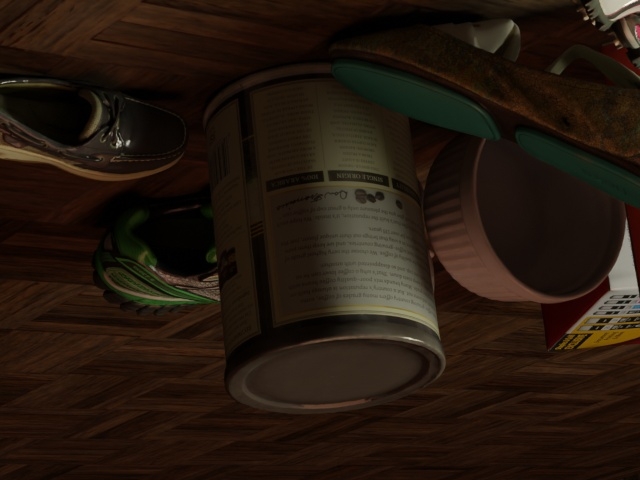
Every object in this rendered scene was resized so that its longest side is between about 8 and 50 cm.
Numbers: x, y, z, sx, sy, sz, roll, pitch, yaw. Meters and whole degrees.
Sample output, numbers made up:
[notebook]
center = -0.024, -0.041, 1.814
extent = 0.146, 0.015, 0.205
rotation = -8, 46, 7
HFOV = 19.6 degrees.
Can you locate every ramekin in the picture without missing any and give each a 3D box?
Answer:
[ramekin]
center = 0.201, -0.033, 1.896
extent = 0.207, 0.207, 0.109
rotation = 4, 168, -34

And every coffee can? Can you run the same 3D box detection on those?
[coffee can]
center = 0.000, 0.000, 1.732
extent = 0.202, 0.275, 0.201
rotation = -5, 156, -2

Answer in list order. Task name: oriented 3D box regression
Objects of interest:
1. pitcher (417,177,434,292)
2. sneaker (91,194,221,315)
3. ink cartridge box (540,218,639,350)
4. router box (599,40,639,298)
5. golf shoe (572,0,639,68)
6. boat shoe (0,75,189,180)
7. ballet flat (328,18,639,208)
[pitcher]
center = 0.056, -0.002, 1.926
extent = 0.178, 0.207, 0.125
rotation = -11, 137, -24
[sneaker]
center = -0.073, 0.018, 2.043
extent = 0.344, 0.134, 0.146
rotation = -3, 162, -14
[ink cartridge box]
center = 0.375, 0.039, 2.330
extent = 0.272, 0.130, 0.309
rotation = -4, 163, -8
[router box]
center = 0.379, -0.023, 1.770
extent = 0.082, 0.301, 0.335
rotation = -12, 168, 26
[golf shoe]
center = 0.254, -0.228, 1.487
extent = 0.120, 0.105, 0.273
rotation = -31, 163, 18
[boat shoe]
center = -0.215, -0.104, 1.667
extent = 0.224, 0.080, 0.073
rotation = 6, 164, -27
[ballet flat]
center = 0.179, -0.132, 1.630
extent = 0.349, 0.123, 0.123
rotation = 23, 173, 20
